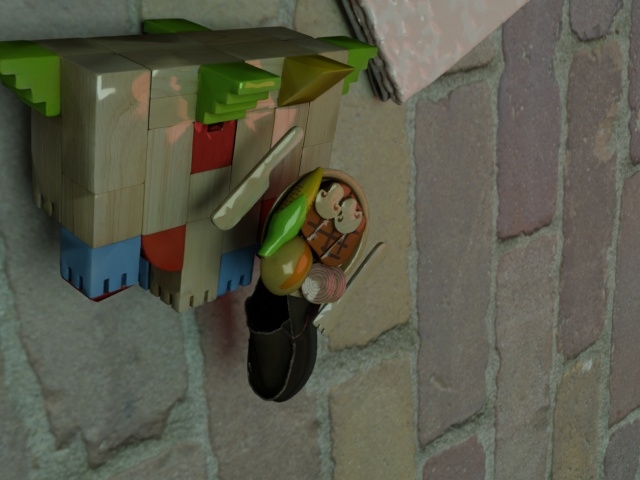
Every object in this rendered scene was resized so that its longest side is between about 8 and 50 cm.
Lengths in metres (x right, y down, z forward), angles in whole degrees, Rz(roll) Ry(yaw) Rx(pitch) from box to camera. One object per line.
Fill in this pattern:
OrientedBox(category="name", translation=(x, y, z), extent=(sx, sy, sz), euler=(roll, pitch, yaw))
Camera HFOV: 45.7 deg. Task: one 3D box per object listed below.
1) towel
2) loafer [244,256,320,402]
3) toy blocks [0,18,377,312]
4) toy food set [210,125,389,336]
OrientedBox(category="towel", translation=(0.131, -0.379, 0.906), extent=(0.317, 0.053, 0.332), euler=(-42, 126, -22))
OrientedBox(category="loafer", translation=(-0.050, 0.081, 0.783), extent=(0.078, 0.080, 0.220), euler=(-18, 130, -42))
OrientedBox(category="toy blocks", translation=(-0.120, -0.058, 0.727), extent=(0.381, 0.190, 0.261), euler=(-19, 129, -45))
OrientedBox(category="toy food set", translation=(0.000, 0.000, 0.694), extent=(0.132, 0.038, 0.192), euler=(-51, 130, -12))
